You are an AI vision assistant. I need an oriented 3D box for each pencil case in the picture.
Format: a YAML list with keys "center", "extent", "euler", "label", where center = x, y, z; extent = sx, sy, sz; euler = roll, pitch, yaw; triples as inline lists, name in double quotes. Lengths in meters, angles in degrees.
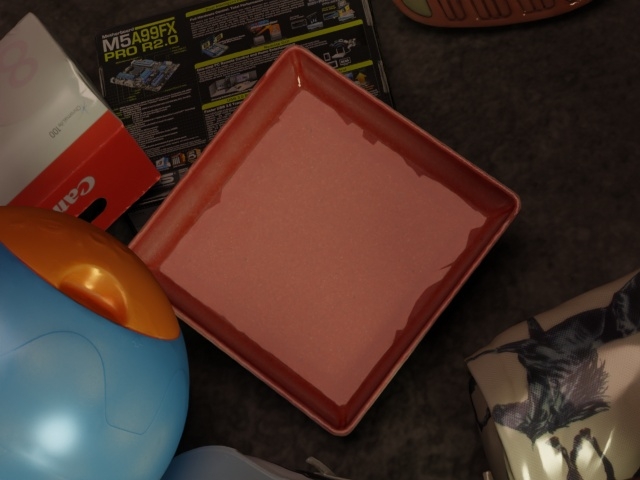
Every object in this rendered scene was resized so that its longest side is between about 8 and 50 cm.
- center: [0.303, 0.089, 1.377]
  extent: [0.410, 0.183, 0.160]
  euler: [-26, 50, 0]
  label: "pencil case"

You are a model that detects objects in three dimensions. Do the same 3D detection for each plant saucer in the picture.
- center: [0.000, 0.000, 1.535]
  extent: [0.259, 0.048, 0.258]
  euler: [36, 83, 17]
  label: "plant saucer"

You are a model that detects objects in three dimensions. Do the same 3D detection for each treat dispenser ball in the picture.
- center: [-0.250, 0.115, 1.425]
  extent: [0.288, 0.288, 0.288]
  euler: [-6, 59, 10]
  label: "treat dispenser ball"

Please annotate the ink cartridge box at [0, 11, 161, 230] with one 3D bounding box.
- center: [-0.277, -0.078, 1.643]
  extent: [0.189, 0.066, 0.232]
  euler: [-43, 48, 5]
  label: "ink cartridge box"

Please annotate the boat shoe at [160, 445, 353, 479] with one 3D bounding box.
- center: [-0.007, 0.229, 1.408]
  extent: [0.306, 0.105, 0.113]
  euler: [-6, 67, 39]
  label: "boat shoe"

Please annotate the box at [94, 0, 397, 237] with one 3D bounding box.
- center: [-0.068, -0.135, 1.665]
  extent: [0.270, 0.060, 0.216]
  euler: [-15, 57, 4]
  label: "box"

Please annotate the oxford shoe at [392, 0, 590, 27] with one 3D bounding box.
- center: [0.248, -0.319, 1.681]
  extent: [0.397, 0.140, 0.146]
  euler: [-20, 27, 7]
  label: "oxford shoe"
